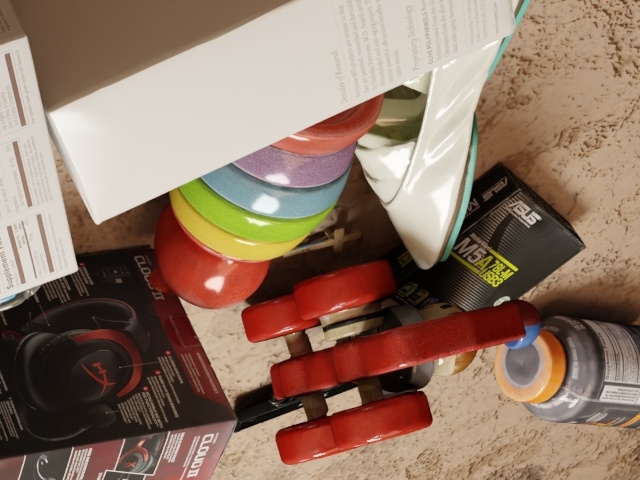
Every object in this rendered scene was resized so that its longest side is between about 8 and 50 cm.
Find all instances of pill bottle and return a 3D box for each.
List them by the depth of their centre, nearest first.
[{"bbox_3d":[0.320,0.158,2.147,0.246,0.130,0.130,10,129,-43],"label":"pill bottle"}]

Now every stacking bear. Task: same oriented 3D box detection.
[{"bbox_3d":[-0.067,-0.053,1.576,0.175,0.164,0.289,-6,144,-31],"label":"stacking bear"}]

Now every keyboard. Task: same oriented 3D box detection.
[{"bbox_3d":[-0.012,0.161,2.002,0.192,0.038,0.100,-20,168,-17],"label":"keyboard"}]

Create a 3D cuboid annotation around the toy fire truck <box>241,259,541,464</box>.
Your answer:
[{"bbox_3d":[0.082,0.108,1.798,0.254,0.169,0.302,-13,174,-29],"label":"toy fire truck"}]

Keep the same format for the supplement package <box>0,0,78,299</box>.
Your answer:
[{"bbox_3d":[-0.293,-0.101,1.292,0.145,0.204,0.262,-21,145,-15],"label":"supplement package"}]

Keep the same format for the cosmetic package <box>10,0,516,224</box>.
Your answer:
[{"bbox_3d":[-0.058,-0.192,1.362,0.366,0.197,0.155,-25,146,-5],"label":"cosmetic package"}]

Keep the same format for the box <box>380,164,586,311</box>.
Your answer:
[{"bbox_3d":[0.175,0.019,1.936,0.184,0.045,0.191,-36,146,13],"label":"box"}]

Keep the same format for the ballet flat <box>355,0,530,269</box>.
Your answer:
[{"bbox_3d":[0.091,-0.142,1.620,0.139,0.139,0.400,-11,137,-26],"label":"ballet flat"}]

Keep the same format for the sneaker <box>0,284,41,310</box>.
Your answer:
[{"bbox_3d":[-0.391,0.036,1.460,0.341,0.125,0.139,-5,-179,-8],"label":"sneaker"}]

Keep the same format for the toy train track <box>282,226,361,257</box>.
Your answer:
[{"bbox_3d":[0.000,0.000,1.811,0.083,0.014,0.048,-15,151,-12],"label":"toy train track"}]

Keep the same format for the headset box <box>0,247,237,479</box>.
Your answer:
[{"bbox_3d":[-0.229,0.129,1.621,0.293,0.218,0.110,-7,141,-31],"label":"headset box"}]
